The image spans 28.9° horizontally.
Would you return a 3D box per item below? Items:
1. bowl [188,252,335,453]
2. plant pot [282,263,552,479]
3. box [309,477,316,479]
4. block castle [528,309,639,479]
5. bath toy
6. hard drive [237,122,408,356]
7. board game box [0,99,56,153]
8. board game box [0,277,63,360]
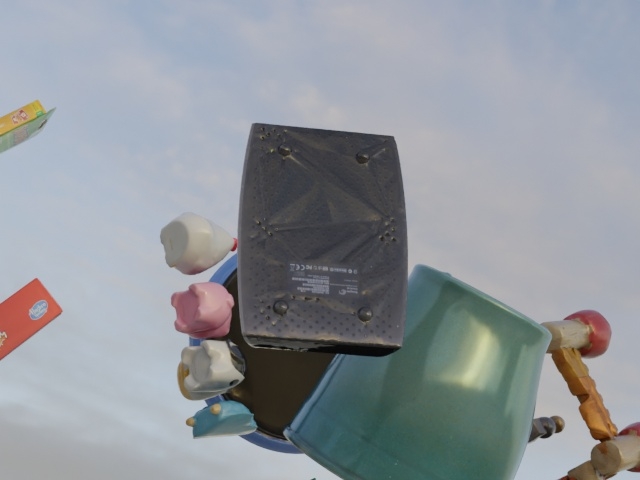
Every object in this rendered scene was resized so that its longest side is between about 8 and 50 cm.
[{"bbox_3d":[-0.035,0.181,2.194,0.391,0.391,0.077,20,-11,-11],"label":"bowl"},{"bbox_3d":[0.136,0.177,1.451,0.271,0.255,0.271,29,-2,1],"label":"plant pot"},{"bbox_3d":[-0.057,0.436,1.821,0.043,0.105,0.179,36,-72,-8],"label":"box"},{"bbox_3d":[0.346,0.346,2.151,0.453,0.303,0.212,-36,-22,31],"label":"block castle"},{"bbox_3d":[-0.171,0.129,1.934,0.129,0.348,0.151,5,-19,-44],"label":"bath toy"},{"bbox_3d":[0.000,0.000,1.255,0.172,0.255,0.054,5,-33,-7],"label":"hard drive"},{"bbox_3d":[-0.563,-0.157,2.061,0.039,0.259,0.124,59,-31,2],"label":"board game box"},{"bbox_3d":[-0.539,0.192,1.738,0.242,0.316,0.064,-29,-81,44],"label":"board game box"}]
